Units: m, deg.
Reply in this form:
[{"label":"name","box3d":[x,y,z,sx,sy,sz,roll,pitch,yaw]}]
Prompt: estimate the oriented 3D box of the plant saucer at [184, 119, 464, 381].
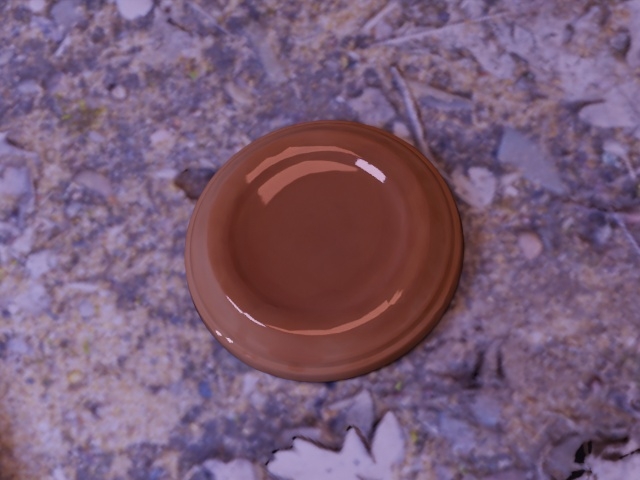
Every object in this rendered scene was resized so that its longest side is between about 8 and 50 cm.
[{"label":"plant saucer","box3d":[0.000,0.000,1.143,0.200,0.037,0.200,-3,65,6]}]
